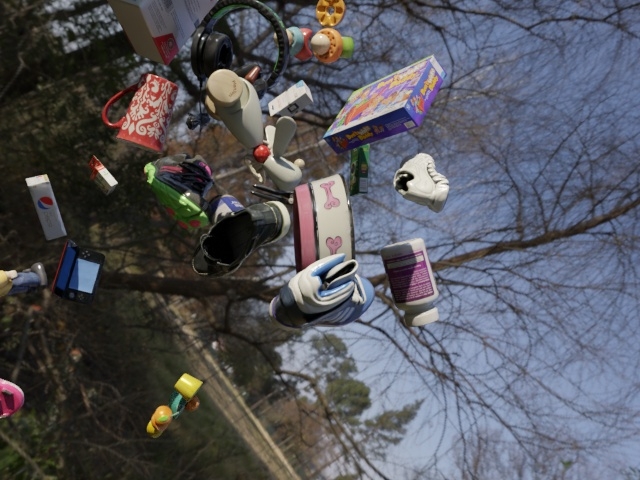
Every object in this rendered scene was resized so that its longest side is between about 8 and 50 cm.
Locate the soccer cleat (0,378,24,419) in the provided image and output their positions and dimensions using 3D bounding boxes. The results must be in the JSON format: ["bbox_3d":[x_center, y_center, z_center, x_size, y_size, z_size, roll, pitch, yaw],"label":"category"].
[{"bbox_3d":[-0.881,0.352,1.212,0.143,0.331,0.116,29,-71,61],"label":"soccer cleat"}]

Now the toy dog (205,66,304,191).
[{"bbox_3d":[-0.145,-0.297,1.293,0.220,0.161,0.333,29,-23,56],"label":"toy dog"}]

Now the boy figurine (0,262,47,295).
[{"bbox_3d":[-0.880,0.119,1.348,0.285,0.177,0.092,-2,70,-59],"label":"boy figurine"}]

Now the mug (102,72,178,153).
[{"bbox_3d":[-0.429,-0.314,1.250,0.150,0.169,0.113,19,0,-39],"label":"mug"}]

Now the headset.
[{"bbox_3d":[-0.245,-0.462,1.414,0.243,0.394,0.185,41,20,-2],"label":"headset"}]

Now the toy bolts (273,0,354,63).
[{"bbox_3d":[-0.034,-0.661,1.622,0.229,0.158,0.218,2,-78,31],"label":"toy bolts"}]

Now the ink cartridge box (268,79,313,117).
[{"bbox_3d":[-0.127,-0.579,2.172,0.060,0.180,0.104,43,25,-43],"label":"ink cartridge box"}]

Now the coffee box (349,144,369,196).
[{"bbox_3d":[0.143,-0.257,1.901,0.113,0.040,0.184,173,-82,-76],"label":"coffee box"}]

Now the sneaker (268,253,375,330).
[{"bbox_3d":[0.056,0.113,1.204,0.236,0.323,0.130,-42,-117,47],"label":"sneaker"}]

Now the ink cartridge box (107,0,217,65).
[{"bbox_3d":[-0.405,-0.640,1.365,0.114,0.272,0.197,24,-21,15],"label":"ink cartridge box"}]

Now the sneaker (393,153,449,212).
[{"bbox_3d":[0.253,-0.174,1.413,0.292,0.118,0.110,-103,-158,-65],"label":"sneaker"}]

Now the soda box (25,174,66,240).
[{"bbox_3d":[-0.955,-0.115,1.804,0.074,0.069,0.216,38,-41,48],"label":"soda box"}]

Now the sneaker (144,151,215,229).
[{"bbox_3d":[-0.449,-0.196,1.709,0.483,0.202,0.185,45,-14,51],"label":"sneaker"}]

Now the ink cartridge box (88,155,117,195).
[{"bbox_3d":[-0.704,-0.207,1.650,0.115,0.029,0.063,50,-46,-4],"label":"ink cartridge box"}]

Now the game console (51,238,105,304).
[{"bbox_3d":[-0.623,0.084,1.339,0.124,0.144,0.085,22,-21,-37],"label":"game console"}]

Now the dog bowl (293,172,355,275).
[{"bbox_3d":[0.000,0.000,1.591,0.408,0.150,0.407,177,-90,-84],"label":"dog bowl"}]

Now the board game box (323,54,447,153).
[{"bbox_3d":[0.190,-0.407,1.583,0.078,0.233,0.347,45,-31,-26],"label":"board game box"}]

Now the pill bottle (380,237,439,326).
[{"bbox_3d":[0.333,0.154,1.886,0.169,0.169,0.301,165,-91,-73],"label":"pill bottle"}]

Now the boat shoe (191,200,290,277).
[{"bbox_3d":[-0.223,0.008,1.216,0.340,0.113,0.127,-22,-97,37],"label":"boat shoe"}]

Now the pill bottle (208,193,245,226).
[{"bbox_3d":[-0.282,-0.055,1.702,0.219,0.123,0.122,43,-24,41],"label":"pill bottle"}]

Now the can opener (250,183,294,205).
[{"bbox_3d":[-0.160,-0.160,1.846,0.073,0.186,0.059,16,-82,65],"label":"can opener"}]

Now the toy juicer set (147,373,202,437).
[{"bbox_3d":[-0.447,0.532,1.625,0.089,0.209,0.329,36,-21,1],"label":"toy juicer set"}]
